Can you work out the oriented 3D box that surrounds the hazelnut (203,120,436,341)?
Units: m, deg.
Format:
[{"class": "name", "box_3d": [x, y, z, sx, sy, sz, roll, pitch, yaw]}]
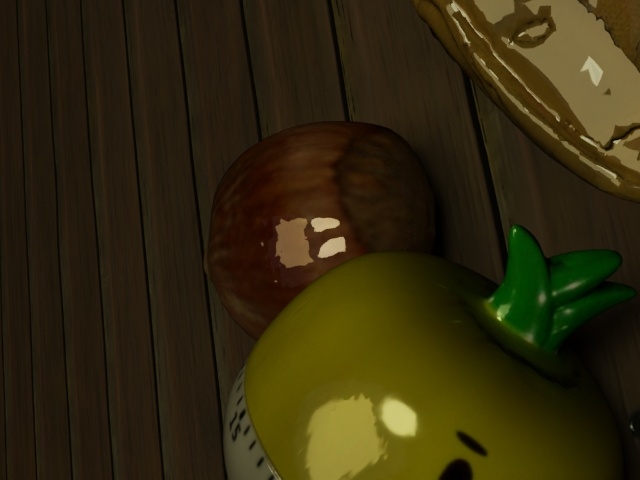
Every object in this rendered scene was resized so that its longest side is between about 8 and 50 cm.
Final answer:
[{"class": "hazelnut", "box_3d": [0.000, 0.000, 0.850, 0.214, 0.176, 0.214, -9, 58, 14]}]

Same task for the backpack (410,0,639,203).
[{"class": "backpack", "box_3d": [0.180, -0.192, 0.457, 0.354, 0.201, 0.377, -23, 75, 43]}]

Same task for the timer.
[{"class": "timer", "box_3d": [0.094, 0.099, 0.653, 0.285, 0.285, 0.285, -11, 76, 55]}]
